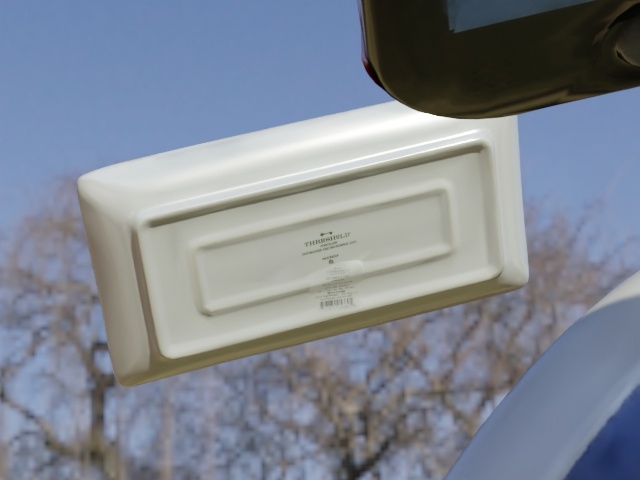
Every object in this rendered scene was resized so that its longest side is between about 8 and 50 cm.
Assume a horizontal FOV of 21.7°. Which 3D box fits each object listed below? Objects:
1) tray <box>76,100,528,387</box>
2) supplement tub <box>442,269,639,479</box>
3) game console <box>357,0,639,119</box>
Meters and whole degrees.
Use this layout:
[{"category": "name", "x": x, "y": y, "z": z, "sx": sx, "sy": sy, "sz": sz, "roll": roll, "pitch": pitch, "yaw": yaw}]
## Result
[{"category": "tray", "x": 0.000, "y": 0.000, "z": 0.996, "sx": 0.270, "sy": 0.030, "sz": 0.145, "roll": -14, "pitch": -63, "yaw": -12}, {"category": "supplement tub", "x": 0.183, "y": 0.161, "z": 0.423, "sx": 0.316, "sy": 0.228, "sz": 0.228, "roll": 34, "pitch": -5, "yaw": 29}, {"category": "game console", "x": 0.170, "y": -0.172, "z": 0.546, "sx": 0.342, "sy": 0.060, "sz": 0.386, "roll": -9, "pitch": -26, "yaw": 2}]
